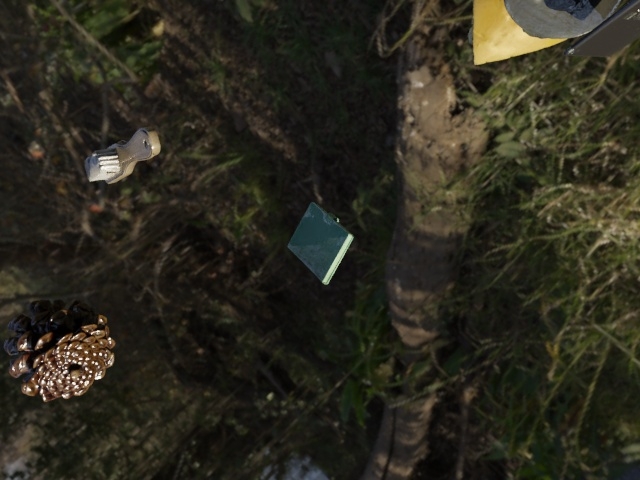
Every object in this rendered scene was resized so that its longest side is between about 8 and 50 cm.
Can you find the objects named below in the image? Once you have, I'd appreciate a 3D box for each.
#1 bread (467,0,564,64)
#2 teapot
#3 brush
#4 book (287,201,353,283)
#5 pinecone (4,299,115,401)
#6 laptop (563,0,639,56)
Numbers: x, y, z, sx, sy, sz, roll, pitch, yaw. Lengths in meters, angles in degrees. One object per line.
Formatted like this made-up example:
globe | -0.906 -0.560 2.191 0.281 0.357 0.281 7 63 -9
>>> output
bread | 0.402 -0.503 1.458 0.224 0.183 0.211 -7 132 11
teapot | 0.418 -0.500 1.189 0.200 0.337 0.270 24 135 -3
brush | -0.372 -0.153 1.327 0.327 0.065 0.070 -8 98 58
book | 0.000 0.000 1.263 0.017 0.103 0.135 19 -165 -38
pinecone | -0.503 0.197 1.378 0.208 0.208 0.207 39 155 22
laptop | 0.442 -0.310 1.007 0.180 0.129 0.016 -35 70 50
